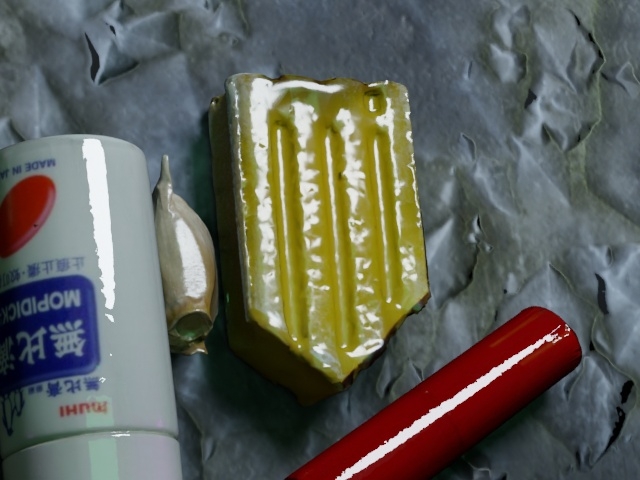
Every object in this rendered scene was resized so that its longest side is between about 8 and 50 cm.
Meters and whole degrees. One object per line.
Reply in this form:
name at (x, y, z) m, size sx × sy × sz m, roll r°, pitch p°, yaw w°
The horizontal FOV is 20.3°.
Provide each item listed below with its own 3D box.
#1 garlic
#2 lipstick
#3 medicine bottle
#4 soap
garlic at (-0.106, 0.021, 1.382) m, size 0.066 × 0.084 × 0.152 m, roll 5°, pitch 63°, yaw -26°
lipstick at (0.094, 0.146, 1.437) m, size 0.280 × 0.073 × 0.073 m, roll -33°, pitch 89°, yaw -27°
medicine bottle at (-0.171, 0.103, 1.291) m, size 0.130 × 0.130 × 0.341 m, roll 0°, pitch 72°, yaw -24°
soap at (0.000, 0.000, 1.433) m, size 0.160 × 0.080 × 0.257 m, roll 1°, pitch 75°, yaw -22°
